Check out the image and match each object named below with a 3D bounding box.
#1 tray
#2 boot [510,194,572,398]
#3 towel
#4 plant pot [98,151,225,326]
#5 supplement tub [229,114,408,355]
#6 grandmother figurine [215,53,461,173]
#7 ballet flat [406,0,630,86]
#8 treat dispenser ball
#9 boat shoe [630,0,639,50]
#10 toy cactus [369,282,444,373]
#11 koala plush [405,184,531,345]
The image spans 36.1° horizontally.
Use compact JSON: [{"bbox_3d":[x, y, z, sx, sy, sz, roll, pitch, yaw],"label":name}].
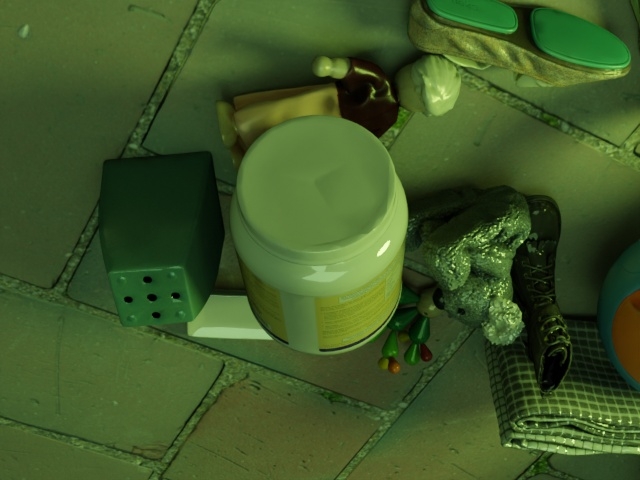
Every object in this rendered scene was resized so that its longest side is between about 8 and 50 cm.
[{"bbox_3d":[-0.089,0.121,1.648,0.270,0.030,0.145,3,147,-5],"label":"tray"},{"bbox_3d":[0.352,0.087,1.535,0.091,0.229,0.263,-5,128,1],"label":"boot"},{"bbox_3d":[0.434,0.243,1.660,0.284,0.235,0.121,5,129,-5],"label":"towel"},{"bbox_3d":[-0.234,0.008,1.440,0.166,0.234,0.165,-5,128,0],"label":"plant pot"},{"bbox_3d":[0.000,0.000,1.380,0.241,0.241,0.331,-4,153,0],"label":"supplement tub"},{"bbox_3d":[0.030,-0.192,1.390,0.342,0.104,0.208,-13,155,4],"label":"grandmother figurine"},{"bbox_3d":[0.265,-0.268,1.349,0.316,0.107,0.106,17,146,-9],"label":"ballet flat"},{"bbox_3d":[0.581,0.119,1.535,0.288,0.288,0.288,-1,128,-2],"label":"treat dispenser ball"},{"bbox_3d":[0.484,-0.275,1.355,0.080,0.073,0.223,-23,126,14],"label":"boat shoe"},{"bbox_3d":[0.150,0.125,1.648,0.180,0.112,0.219,-27,115,5],"label":"toy cactus"},{"bbox_3d":[0.239,0.045,1.515,0.203,0.196,0.221,-23,117,-13],"label":"koala plush"}]
